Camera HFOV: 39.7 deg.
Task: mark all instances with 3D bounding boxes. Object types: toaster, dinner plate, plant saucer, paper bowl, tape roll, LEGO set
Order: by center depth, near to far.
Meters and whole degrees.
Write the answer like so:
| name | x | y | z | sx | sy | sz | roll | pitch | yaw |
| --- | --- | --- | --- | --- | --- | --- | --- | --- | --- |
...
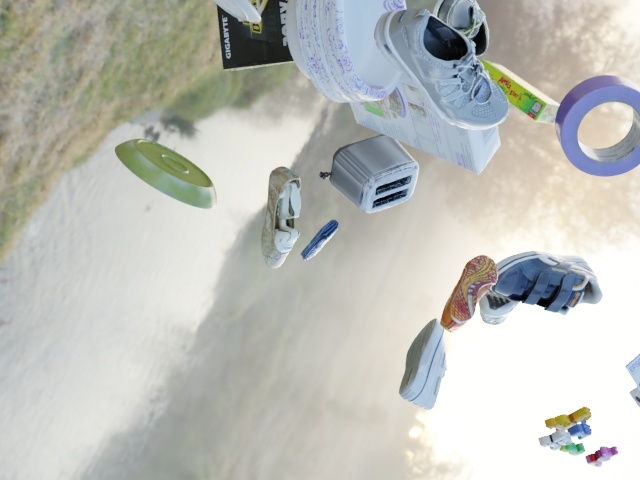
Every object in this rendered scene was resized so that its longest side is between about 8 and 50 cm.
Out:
| name | x | y | z | sx | sy | sz | roll | pitch | yaw |
| --- | --- | --- | --- | --- | --- | --- | --- | --- | --- |
| paper bowl | 0.041 | -0.399 | 1.646 | 0.284 | 0.148 | 0.284 | -7 | 99 | -58 |
| dinner plate | -0.177 | -0.464 | 1.720 | 0.017 | 0.141 | 0.141 | -56 | 173 | -5 |
| tape roll | 0.568 | -0.228 | 1.764 | 0.080 | 0.189 | 0.189 | -80 | -169 | -64 |
| plant saucer | -0.313 | -0.148 | 1.851 | 0.037 | 0.241 | 0.241 | -58 | 176 | 14 |
| LEGO set | 0.569 | 0.416 | 1.936 | 0.093 | 0.227 | 0.087 | -39 | -136 | 31 |
| toaster | 0.127 | -0.158 | 2.128 | 0.227 | 0.146 | 0.129 | -19 | 138 | -31 |

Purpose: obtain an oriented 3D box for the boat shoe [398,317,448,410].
| name | x | y | z | sx | sy | sz | roll | pitch | yaw |
| --- | --- | --- | --- | --- | --- | --- | --- | --- | --- |
| boat shoe | 0.218 | 0.254 | 1.793 | 0.083 | 0.076 | 0.226 | -41 | -168 | 42 |

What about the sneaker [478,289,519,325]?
| name | x | y | z | sx | sy | sz | roll | pitch | yaw |
| --- | --- | --- | --- | --- | --- | --- | --- | --- | --- |
| sneaker | 0.458 | 0.171 | 2.303 | 0.292 | 0.110 | 0.118 | -20 | 125 | -73 |

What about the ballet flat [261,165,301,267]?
| name | x | y | z | sx | sy | sz | roll | pitch | yaw |
| --- | --- | --- | --- | --- | --- | --- | --- | --- | --- |
| ballet flat | -0.072 | -0.038 | 1.716 | 0.073 | 0.067 | 0.206 | -15 | 114 | -43 |

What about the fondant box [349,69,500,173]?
| name | x | y | z | sx | sy | sz | roll | pitch | yaw |
| --- | --- | --- | --- | --- | --- | --- | --- | --- | --- |
| fondant box | 0.201 | -0.295 | 1.852 | 0.096 | 0.330 | 0.238 | -53 | 148 | -18 |

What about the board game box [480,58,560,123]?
| name | x | y | z | sx | sy | sz | roll | pitch | yaw |
| --- | --- | --- | --- | --- | --- | --- | --- | --- | --- |
| board game box | 0.417 | -0.315 | 1.877 | 0.092 | 0.181 | 0.043 | -3 | 129 | -52 |

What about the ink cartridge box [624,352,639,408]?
| name | x | y | z | sx | sy | sz | roll | pitch | yaw |
| --- | --- | --- | --- | --- | --- | --- | --- | --- | --- |
| ink cartridge box | 0.707 | 0.281 | 1.742 | 0.206 | 0.208 | 0.045 | -32 | 177 | -25 |

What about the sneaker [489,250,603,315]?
| name | x | y | z | sx | sy | sz | roll | pitch | yaw |
| --- | --- | --- | --- | --- | --- | --- | --- | --- | --- |
| sneaker | 0.553 | 0.105 | 2.143 | 0.127 | 0.321 | 0.126 | 61 | -38 | 40 |

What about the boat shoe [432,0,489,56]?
| name | x | y | z | sx | sy | sz | roll | pitch | yaw |
| --- | --- | --- | --- | --- | --- | --- | --- | --- | --- |
| boat shoe | 0.349 | -0.527 | 2.144 | 0.109 | 0.091 | 0.305 | -45 | 163 | 8 |

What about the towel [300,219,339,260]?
| name | x | y | z | sx | sy | sz | roll | pitch | yaw |
| --- | --- | --- | --- | --- | --- | --- | --- | --- | --- |
| towel | 0.000 | 0.000 | 2.119 | 0.067 | 0.029 | 0.119 | -41 | 173 | -43 |

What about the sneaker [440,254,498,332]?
| name | x | y | z | sx | sy | sz | roll | pitch | yaw |
| --- | --- | --- | --- | --- | --- | --- | --- | --- | --- |
| sneaker | 0.254 | 0.087 | 1.541 | 0.175 | 0.064 | 0.067 | -47 | 178 | -37 |

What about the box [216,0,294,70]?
| name | x | y | z | sx | sy | sz | roll | pitch | yaw |
| --- | --- | --- | --- | --- | --- | --- | --- | --- | --- |
| box | -0.129 | -0.579 | 2.111 | 0.079 | 0.257 | 0.322 | -18 | 106 | -58 |

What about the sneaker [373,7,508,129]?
| name | x | y | z | sx | sy | sz | roll | pitch | yaw |
| --- | --- | --- | --- | --- | --- | --- | --- | --- | --- |
| sneaker | 0.214 | -0.270 | 1.428 | 0.115 | 0.281 | 0.105 | -1 | -117 | 56 |
